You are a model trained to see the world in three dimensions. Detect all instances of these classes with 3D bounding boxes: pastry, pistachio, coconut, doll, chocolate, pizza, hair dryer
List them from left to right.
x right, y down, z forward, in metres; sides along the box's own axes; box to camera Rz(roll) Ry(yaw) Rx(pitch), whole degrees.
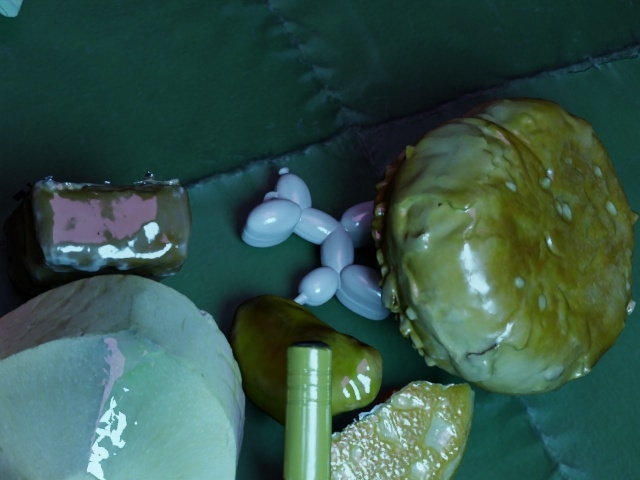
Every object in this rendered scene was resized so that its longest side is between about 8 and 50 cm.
[{"bbox_3d":[-0.208,0.004,1.322,0.148,0.214,0.093,1,77,-18],"label":"chocolate"},{"bbox_3d":[-0.182,0.160,1.217,0.259,0.259,0.259,7,59,-12],"label":"coconut"},{"bbox_3d":[-0.016,0.122,1.352,0.189,0.100,0.110,26,67,41],"label":"pistachio"},{"bbox_3d":[0.000,0.000,1.462,0.160,0.059,0.161,7,59,-14],"label":"doll"},{"bbox_3d":[0.000,0.226,1.250,0.135,0.090,0.278,1,92,-16],"label":"hair dryer"},{"bbox_3d":[0.049,0.212,1.347,0.127,0.058,0.246,48,69,-7],"label":"pizza"},{"bbox_3d":[0.169,0.010,1.418,0.284,0.184,0.315,57,46,-14],"label":"pastry"}]

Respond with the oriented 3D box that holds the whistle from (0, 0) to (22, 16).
[{"bbox_3d":[-0.335,-0.340,1.541,0.092,0.110,0.244,-12,60,13],"label":"whistle"}]
